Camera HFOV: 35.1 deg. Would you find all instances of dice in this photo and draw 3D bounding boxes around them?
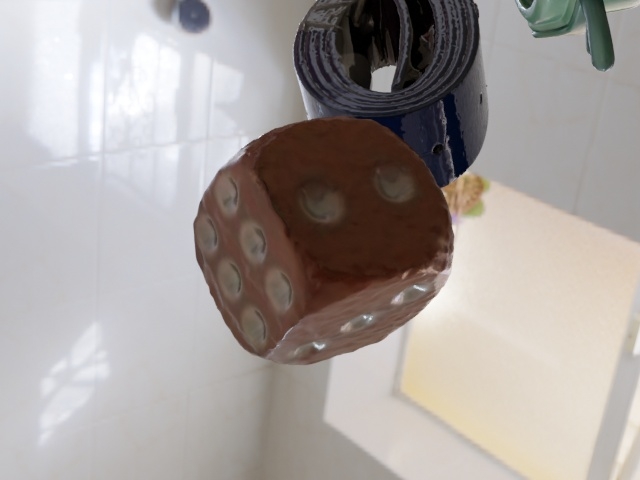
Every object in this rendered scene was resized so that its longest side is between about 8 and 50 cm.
[{"bbox_3d":[0.000,0.000,0.924,0.179,0.174,0.175,-9,-116,-33],"label":"dice"}]

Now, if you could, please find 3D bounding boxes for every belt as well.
[{"bbox_3d":[0.081,-0.190,1.146,0.212,0.117,0.347,-9,-141,9],"label":"belt"}]

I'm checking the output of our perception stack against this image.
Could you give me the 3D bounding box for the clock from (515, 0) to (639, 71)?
[{"bbox_3d":[0.130,-0.179,0.505,0.066,0.159,0.211,-6,-131,4],"label":"clock"}]
